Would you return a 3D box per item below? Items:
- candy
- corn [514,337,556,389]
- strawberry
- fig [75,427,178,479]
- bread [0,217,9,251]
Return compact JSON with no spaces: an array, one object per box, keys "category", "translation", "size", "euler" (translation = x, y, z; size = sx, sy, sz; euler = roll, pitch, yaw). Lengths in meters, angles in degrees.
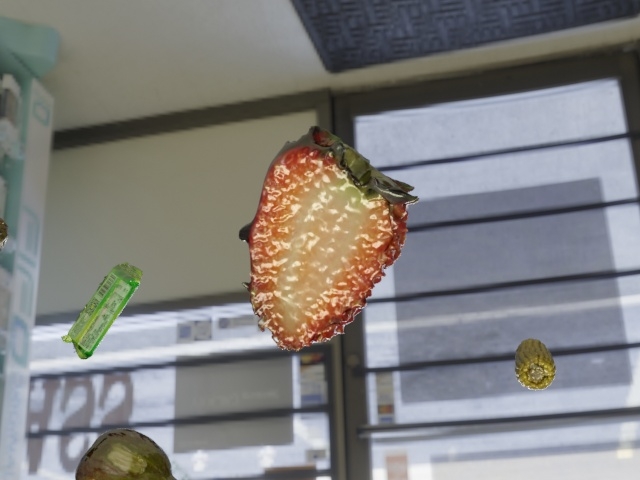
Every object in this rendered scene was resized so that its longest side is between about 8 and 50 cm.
[{"category":"candy","translation":[-0.371,0.117,1.739],"size":[0.032,0.178,0.102],"euler":[39,171,-36]},{"category":"corn","translation":[0.425,0.244,2.034],"size":[0.080,0.080,0.231],"euler":[-5,-175,7]},{"category":"strawberry","translation":[0.000,0.000,1.472],"size":[0.306,0.233,0.138],"euler":[-60,165,21]},{"category":"fig","translation":[-0.262,0.382,1.575],"size":[0.245,0.149,0.149],"euler":[16,163,23]},{"category":"bread","translation":[-0.612,0.004,1.848],"size":[0.066,0.110,0.060],"euler":[34,157,-27]}]
